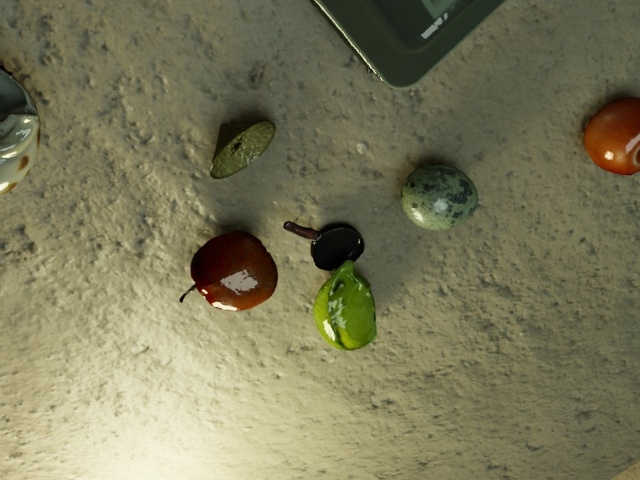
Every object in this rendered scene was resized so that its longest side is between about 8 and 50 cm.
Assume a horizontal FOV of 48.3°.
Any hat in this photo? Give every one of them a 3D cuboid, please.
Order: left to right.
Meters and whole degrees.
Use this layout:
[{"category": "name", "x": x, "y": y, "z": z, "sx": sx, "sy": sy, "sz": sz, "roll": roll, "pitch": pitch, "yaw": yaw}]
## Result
[{"category": "hat", "x": -0.154, "y": -0.180, "z": 1.255, "sx": 0.146, "sy": 0.067, "sz": 0.146, "roll": -38, "pitch": 168, "yaw": -10}]

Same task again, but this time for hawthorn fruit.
[{"category": "hawthorn fruit", "x": -0.181, "y": 0.068, "z": 1.358, "sx": 0.194, "sy": 0.157, "sz": 0.157, "roll": -23, "pitch": 129, "yaw": -8}]

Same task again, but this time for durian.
[{"category": "durian", "x": 0.053, "y": 0.153, "z": 1.540, "sx": 0.139, "sy": 0.101, "sz": 0.250, "roll": -47, "pitch": 136, "yaw": -20}]

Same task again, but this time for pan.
[{"category": "pan", "x": -0.001, "y": -0.002, "z": 1.442, "sx": 0.212, "sy": 0.040, "sz": 0.115, "roll": 26, "pitch": 114, "yaw": -40}]

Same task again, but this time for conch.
[{"category": "conch", "x": -0.537, "y": -0.146, "z": 1.092, "sx": 0.275, "sy": 0.183, "sz": 0.149, "roll": -15, "pitch": 168, "yaw": 5}]

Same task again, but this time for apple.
[{"category": "apple", "x": 0.622, "y": -0.210, "z": 1.446, "sx": 0.163, "sy": 0.139, "sz": 0.163, "roll": -9, "pitch": 124, "yaw": -13}]

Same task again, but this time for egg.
[{"category": "egg", "x": 0.238, "y": -0.085, "z": 1.410, "sx": 0.172, "sy": 0.132, "sz": 0.132, "roll": 3, "pitch": 124, "yaw": -36}]

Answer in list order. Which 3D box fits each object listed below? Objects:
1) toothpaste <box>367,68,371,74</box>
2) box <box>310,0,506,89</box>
[{"category": "toothpaste", "x": 0.092, "y": -0.332, "z": 1.254, "sx": 0.027, "sy": 0.019, "sz": 0.083, "roll": -27, "pitch": 135, "yaw": -23}, {"category": "box", "x": 0.150, "y": -0.480, "z": 1.087, "sx": 0.396, "sy": 0.111, "sz": 0.396, "roll": -42, "pitch": 132, "yaw": 10}]
